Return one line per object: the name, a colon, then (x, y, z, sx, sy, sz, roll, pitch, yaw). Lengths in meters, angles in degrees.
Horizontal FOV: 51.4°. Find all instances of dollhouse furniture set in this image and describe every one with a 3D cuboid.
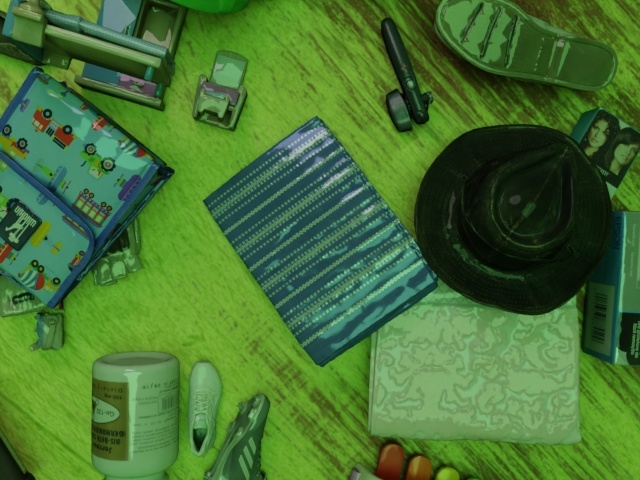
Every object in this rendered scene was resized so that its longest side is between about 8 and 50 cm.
dollhouse furniture set: (-0.234, -0.305, 0.930, 0.286, 0.303, 0.198, 15, 90, -5)

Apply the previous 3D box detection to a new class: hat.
hat: (0.306, -0.063, 0.987, 0.331, 0.134, 0.332, 1, 69, -2)

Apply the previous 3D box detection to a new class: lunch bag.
lunch bag: (-0.401, -0.063, 0.985, 0.221, 0.138, 0.293, 39, 90, -4)

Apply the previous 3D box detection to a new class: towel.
towel: (0.245, 0.161, 1.058, 0.331, 0.053, 0.317, 2, 87, 4)
towel: (0.000, 0.000, 1.054, 0.243, 0.040, 0.336, -36, 81, 3)

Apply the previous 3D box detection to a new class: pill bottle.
pill bottle: (-0.283, 0.294, 1.020, 0.131, 0.131, 0.230, 1, 91, -5)

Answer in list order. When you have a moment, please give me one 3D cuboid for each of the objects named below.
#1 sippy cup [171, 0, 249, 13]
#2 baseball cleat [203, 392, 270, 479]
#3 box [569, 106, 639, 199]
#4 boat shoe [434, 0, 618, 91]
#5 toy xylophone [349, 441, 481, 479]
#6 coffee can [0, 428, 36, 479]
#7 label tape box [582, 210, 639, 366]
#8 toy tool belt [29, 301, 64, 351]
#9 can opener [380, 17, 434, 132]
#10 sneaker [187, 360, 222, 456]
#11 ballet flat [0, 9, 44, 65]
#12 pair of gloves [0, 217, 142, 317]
sippy cup: (-0.162, -0.480, 0.927, 0.240, 0.305, 0.224, 45, 128, 13)
baseball cleat: (-0.116, 0.350, 1.077, 0.109, 0.072, 0.206, 30, 93, -19)
box: (0.436, -0.092, 1.117, 0.100, 0.060, 0.244, 31, 88, -5)
boat shoe: (0.320, -0.313, 1.082, 0.302, 0.103, 0.113, 20, 102, -6)
toy xylophone: (0.187, 0.484, 1.092, 0.322, 0.081, 0.236, 20, 89, -5)
coffee can: (-0.577, 0.296, 0.957, 0.201, 0.201, 0.275, -32, 93, -4)
label tape box: (0.633, 0.083, 1.114, 0.347, 0.115, 0.249, 4, 91, -4)
toy tool belt: (-0.431, 0.132, 1.044, 0.051, 0.052, 0.083, -1, 90, -14)
can opener: (0.135, -0.274, 1.087, 0.073, 0.059, 0.186, -16, 93, -4)
sneaker: (-0.186, 0.270, 1.065, 0.053, 0.061, 0.152, 0, 89, -4)
ballet flat: (-0.534, -0.334, 1.023, 0.249, 0.058, 0.084, 20, 88, -5)
pair of gloves: (-0.409, -0.007, 1.046, 0.240, 0.042, 0.204, -21, 87, -11)
